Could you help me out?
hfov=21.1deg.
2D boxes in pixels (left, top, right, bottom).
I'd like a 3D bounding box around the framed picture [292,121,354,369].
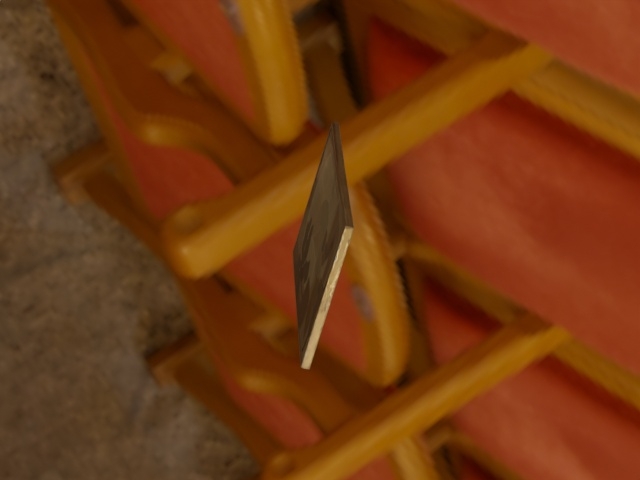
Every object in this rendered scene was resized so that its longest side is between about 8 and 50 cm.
[{"bbox_3d":[0.000,0.000,1.461,0.010,0.201,0.136,11,117,-9],"label":"framed picture"}]
